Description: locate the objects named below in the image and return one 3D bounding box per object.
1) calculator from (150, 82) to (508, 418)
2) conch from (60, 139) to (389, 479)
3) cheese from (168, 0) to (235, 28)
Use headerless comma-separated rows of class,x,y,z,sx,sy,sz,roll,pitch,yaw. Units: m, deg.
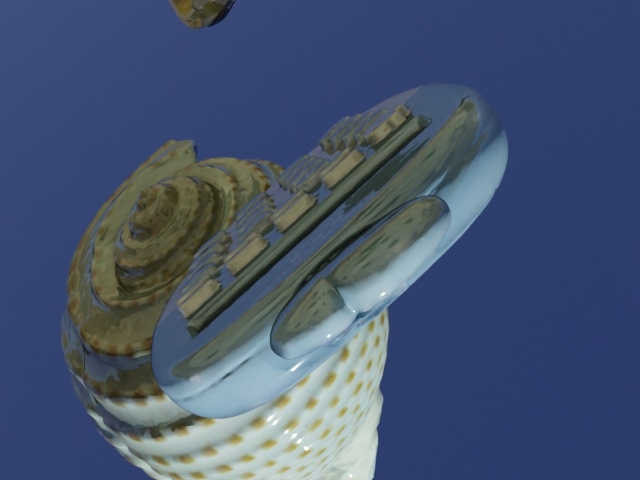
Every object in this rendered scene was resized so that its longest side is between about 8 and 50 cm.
calculator,0.000,0.000,0.729,0.188,0.042,0.303,-41,-167,0
conch,-0.084,0.085,1.235,0.215,0.319,0.303,-28,-150,-31
cheese,-0.093,-0.225,1.164,0.086,0.036,0.162,-58,-143,29
